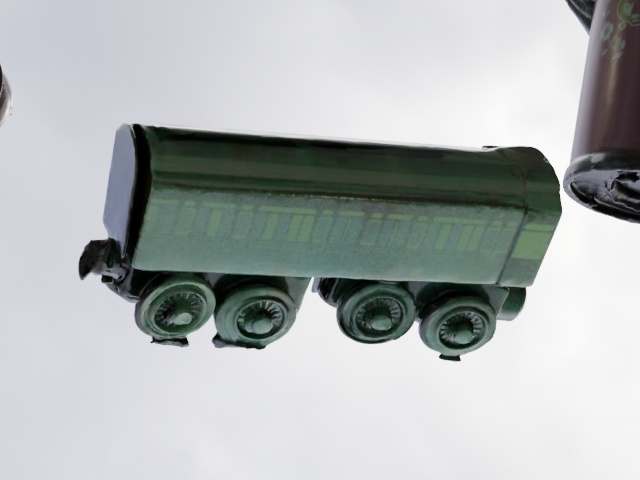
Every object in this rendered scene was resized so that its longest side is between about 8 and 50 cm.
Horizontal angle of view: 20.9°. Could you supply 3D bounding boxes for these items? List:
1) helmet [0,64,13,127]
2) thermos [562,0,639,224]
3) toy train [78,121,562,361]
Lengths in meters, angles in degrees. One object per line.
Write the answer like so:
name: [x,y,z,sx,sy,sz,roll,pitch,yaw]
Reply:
helmet: [-0.287,-0.120,1.420,0.111,0.089,0.057,45,-172,32]
thermos: [0.210,-0.177,1.000,0.109,0.136,0.330,18,-105,-27]
toy train: [0.000,0.000,0.531,0.148,0.071,0.038,3,-148,-21]
